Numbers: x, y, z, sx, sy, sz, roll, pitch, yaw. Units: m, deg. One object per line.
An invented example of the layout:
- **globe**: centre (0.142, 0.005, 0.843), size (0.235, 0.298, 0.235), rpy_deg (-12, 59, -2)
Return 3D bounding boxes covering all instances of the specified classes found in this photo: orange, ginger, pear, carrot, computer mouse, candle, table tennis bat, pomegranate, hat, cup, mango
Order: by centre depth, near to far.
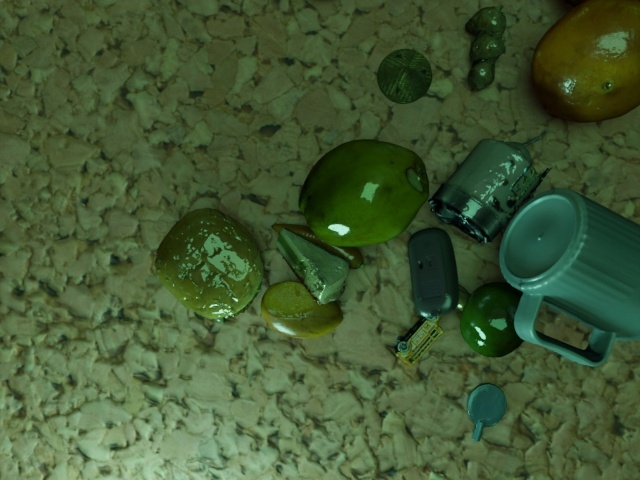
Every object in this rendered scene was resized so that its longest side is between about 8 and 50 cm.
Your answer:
- **cup**: centre (0.583, 0.078, 1.113), size (0.311, 0.257, 0.331), rpy_deg (24, 112, -17)
- **orange**: centre (0.642, -0.410, 1.130), size (0.284, 0.284, 0.226), rpy_deg (10, 50, 4)
- **pear**: centre (0.102, -0.114, 1.190), size (0.321, 0.269, 0.269), rpy_deg (-24, 89, 16)
- **candle**: centre (0.431, -0.155, 1.199), size (0.187, 0.187, 0.330), rpy_deg (40, 91, 3)
- **pomegranate**: centre (0.407, 0.179, 1.214), size (0.225, 0.187, 0.187), rpy_deg (29, 93, 28)
- **computer mouse**: centre (0.284, 0.080, 1.241), size (0.120, 0.057, 0.232), rpy_deg (-16, 65, 28)
- **ginger**: centre (0.419, -0.487, 1.245), size (0.104, 0.080, 0.204), rpy_deg (2, 90, 37)
- **hat**: centre (0.220, -0.434, 1.265), size (0.146, 0.067, 0.146), rpy_deg (0, 91, 4)
- **mango**: centre (-0.047, 0.184, 1.278), size (0.217, 0.102, 0.141), rpy_deg (9, 66, 0)
- **table tennis bat**: centre (0.429, 0.451, 1.283), size (0.100, 0.019, 0.155), rpy_deg (16, 90, 4)
- **carrot**: centre (0.000, 0.000, 1.294), size (0.271, 0.066, 0.062), rpy_deg (28, 54, 5)

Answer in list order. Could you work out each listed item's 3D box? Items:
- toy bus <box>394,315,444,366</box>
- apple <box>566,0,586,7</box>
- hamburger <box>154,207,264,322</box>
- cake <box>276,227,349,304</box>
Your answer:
- **toy bus**: centre (0.263, 0.242, 1.267), size (0.074, 0.069, 0.162), rpy_deg (41, 95, 2)
- **apple**: centre (0.696, -0.684, 1.122), size (0.288, 0.288, 0.317), rpy_deg (45, 73, 3)
- **hamburger**: centre (-0.280, 0.064, 1.271), size (0.283, 0.144, 0.259), rpy_deg (36, 90, -2)
- **cake**: centre (-0.011, 0.053, 1.273), size (0.116, 0.086, 0.220), rpy_deg (-15, 51, -33)
